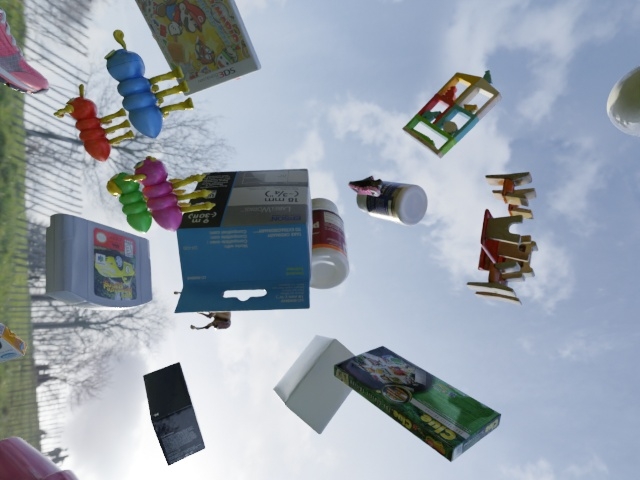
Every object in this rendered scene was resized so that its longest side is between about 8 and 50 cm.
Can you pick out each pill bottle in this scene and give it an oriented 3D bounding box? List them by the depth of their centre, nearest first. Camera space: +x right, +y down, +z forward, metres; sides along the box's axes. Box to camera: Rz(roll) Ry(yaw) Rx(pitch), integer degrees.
[{"bbox_3d":[0.265,-0.150,1.530,0.265,0.153,0.153,20,-81,55],"label":"pill bottle"},{"bbox_3d":[0.000,0.000,1.727,0.224,0.224,0.391,-46,-151,30],"label":"pill bottle"}]

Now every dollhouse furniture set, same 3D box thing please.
[{"bbox_3d":[0.407,0.012,0.920,0.135,0.259,0.261,4,-108,36],"label":"dollhouse furniture set"}]

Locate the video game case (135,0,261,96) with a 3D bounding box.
[{"bbox_3d":[-0.261,-0.446,0.850,0.207,0.026,0.226,-9,-58,23],"label":"video game case"}]

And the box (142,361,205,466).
[{"bbox_3d":[-0.349,0.409,0.954,0.156,0.093,0.158,40,-39,52],"label":"box"}]

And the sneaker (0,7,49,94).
[{"bbox_3d":[-0.627,-0.402,0.738,0.116,0.314,0.136,37,-95,27],"label":"sneaker"}]

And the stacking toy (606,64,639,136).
[{"bbox_3d":[0.687,-0.262,0.642,0.351,0.481,0.349,165,-90,-77],"label":"stacking toy"}]

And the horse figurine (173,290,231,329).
[{"bbox_3d":[-0.356,0.216,1.290,0.263,0.175,0.066,41,-68,42],"label":"horse figurine"}]

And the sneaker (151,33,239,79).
[{"bbox_3d":[-0.349,-0.548,1.154,0.118,0.279,0.107,-32,-127,31],"label":"sneaker"}]

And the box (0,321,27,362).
[{"bbox_3d":[-0.553,0.164,0.650,0.028,0.081,0.136,-113,-171,-47],"label":"box"}]

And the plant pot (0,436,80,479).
[{"bbox_3d":[-0.602,0.497,0.772,0.180,0.201,0.201,39,-67,17],"label":"plant pot"}]

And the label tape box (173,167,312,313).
[{"bbox_3d":[-0.138,-0.019,0.782,0.333,0.241,0.105,-92,180,-53],"label":"label tape box"}]

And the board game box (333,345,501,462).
[{"bbox_3d":[0.157,0.266,0.698,0.260,0.136,0.030,21,-70,49],"label":"board game box"}]

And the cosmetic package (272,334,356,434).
[{"bbox_3d":[-0.008,0.413,1.189,0.224,0.138,0.225,-49,-174,-18],"label":"cosmetic package"}]

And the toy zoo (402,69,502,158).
[{"bbox_3d":[0.422,-0.414,1.257,0.293,0.030,0.192,-46,-132,10],"label":"toy zoo"}]

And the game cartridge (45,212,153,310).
[{"bbox_3d":[-0.499,0.065,0.937,0.060,0.294,0.195,-8,-103,12],"label":"game cartridge"}]

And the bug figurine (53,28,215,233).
[{"bbox_3d":[-0.238,-0.110,0.498,0.279,0.072,0.216,0,-65,48],"label":"bug figurine"}]

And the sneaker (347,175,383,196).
[{"bbox_3d":[0.135,-0.167,1.185,0.120,0.047,0.057,17,-102,40],"label":"sneaker"}]
